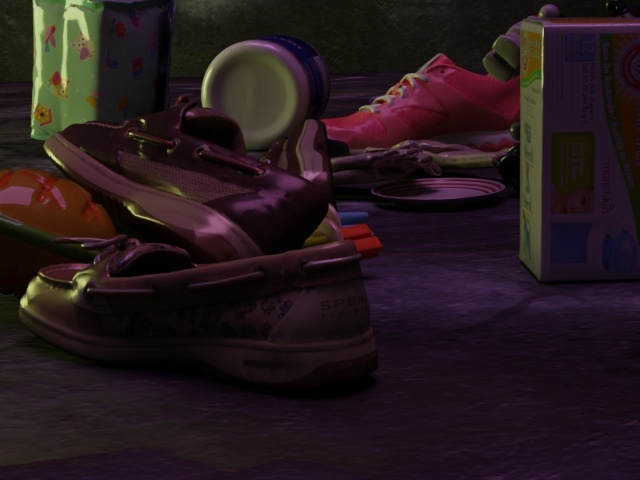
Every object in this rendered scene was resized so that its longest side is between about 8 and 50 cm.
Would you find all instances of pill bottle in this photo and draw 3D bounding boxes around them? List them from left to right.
[{"bbox_3d":[-0.069,-0.218,2.199,0.153,0.153,0.264,0,10,10],"label":"pill bottle"}]

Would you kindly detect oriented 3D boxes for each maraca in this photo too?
[{"bbox_3d":[-0.200,0.004,1.173,0.186,0.099,0.127,23,-1,-33],"label":"maraca"}]

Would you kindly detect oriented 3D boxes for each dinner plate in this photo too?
[{"bbox_3d":[0.124,-0.049,1.609,0.141,0.017,0.141,-2,9,0],"label":"dinner plate"}]

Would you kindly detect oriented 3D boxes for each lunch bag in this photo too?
[{"bbox_3d":[-0.300,-0.259,2.263,0.160,0.223,0.262,10,13,26],"label":"lunch bag"}]

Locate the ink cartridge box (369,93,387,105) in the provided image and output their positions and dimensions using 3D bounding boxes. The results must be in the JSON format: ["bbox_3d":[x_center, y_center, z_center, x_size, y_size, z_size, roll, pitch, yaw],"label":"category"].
[{"bbox_3d":[0.153,-0.190,2.250,0.104,0.061,0.181,3,12,25],"label":"ink cartridge box"}]

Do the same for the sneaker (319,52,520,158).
[{"bbox_3d":[0.121,-0.166,1.924,0.314,0.136,0.116,-5,10,-18],"label":"sneaker"}]

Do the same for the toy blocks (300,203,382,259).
[{"bbox_3d":[0.000,0.000,1.258,0.148,0.054,0.123,-9,12,-35],"label":"toy blocks"}]

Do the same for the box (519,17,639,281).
[{"bbox_3d":[0.222,-0.076,1.220,0.114,0.203,0.103,-2,10,-2],"label":"box"}]

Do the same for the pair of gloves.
[{"bbox_3d":[0.091,-0.093,1.729,0.240,0.042,0.204,-8,6,-40],"label":"pair of gloves"}]

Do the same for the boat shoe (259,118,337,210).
[{"bbox_3d":[-0.036,-0.065,1.524,0.095,0.095,0.257,-8,11,1],"label":"boat shoe"}]

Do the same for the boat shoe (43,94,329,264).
[{"bbox_3d":[-0.107,-0.047,1.209,0.123,0.123,0.342,-45,30,-12],"label":"boat shoe"}]

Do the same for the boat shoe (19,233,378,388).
[{"bbox_3d":[-0.084,0.032,0.993,0.285,0.089,0.105,5,13,35],"label":"boat shoe"}]

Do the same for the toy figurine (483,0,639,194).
[{"bbox_3d":[0.291,-0.152,1.610,0.210,0.213,0.148,0,21,37],"label":"toy figurine"}]
